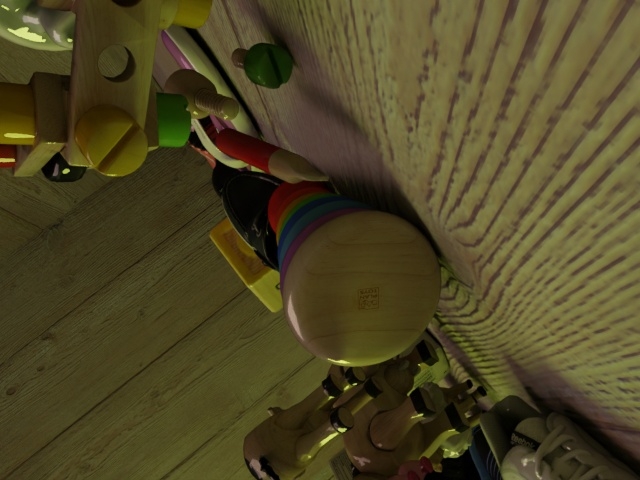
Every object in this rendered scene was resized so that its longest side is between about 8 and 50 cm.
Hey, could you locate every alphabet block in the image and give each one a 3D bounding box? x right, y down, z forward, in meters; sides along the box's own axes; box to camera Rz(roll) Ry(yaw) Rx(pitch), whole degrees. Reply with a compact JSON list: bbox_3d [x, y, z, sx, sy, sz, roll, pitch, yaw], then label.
[{"bbox_3d":[-0.114,0.025,1.416,0.192,0.193,0.197,47,173,28],"label":"alphabet block"}]

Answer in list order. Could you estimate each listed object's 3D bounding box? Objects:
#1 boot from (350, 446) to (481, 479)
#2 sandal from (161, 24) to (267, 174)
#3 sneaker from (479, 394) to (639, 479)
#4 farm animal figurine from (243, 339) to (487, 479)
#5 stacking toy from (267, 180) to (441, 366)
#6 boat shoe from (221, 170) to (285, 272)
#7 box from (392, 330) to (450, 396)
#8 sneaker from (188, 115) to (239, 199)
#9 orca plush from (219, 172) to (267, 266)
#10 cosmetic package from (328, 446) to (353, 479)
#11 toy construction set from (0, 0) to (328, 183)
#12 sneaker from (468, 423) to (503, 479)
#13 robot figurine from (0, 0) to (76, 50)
[{"bbox_3d":[0.204,0.405,0.915,0.260,0.131,0.348,15,-169,-23],"label":"boot"},{"bbox_3d":[-0.177,-0.188,0.989,0.169,0.102,0.416,49,174,24],"label":"sandal"},{"bbox_3d":[0.201,0.204,0.450,0.118,0.110,0.292,61,174,-3],"label":"sneaker"},{"bbox_3d":[0.057,0.224,0.642,0.330,0.172,0.326,41,-159,-19],"label":"farm animal figurine"},{"bbox_3d":[0.000,0.000,0.641,0.141,0.141,0.330,54,178,-23],"label":"stacking toy"},{"bbox_3d":[-0.037,-0.011,0.856,0.340,0.127,0.113,47,173,26],"label":"boat shoe"},{"bbox_3d":[0.079,0.123,0.949,0.275,0.094,0.113,47,173,38],"label":"box"},{"bbox_3d":[-0.177,-0.161,1.300,0.313,0.116,0.136,56,-172,33],"label":"sneaker"},{"bbox_3d":[-0.078,0.002,1.088,0.287,0.102,0.151,40,176,-20],"label":"orca plush"},{"bbox_3d":[0.181,0.465,1.293,0.129,0.296,0.153,52,176,-15],"label":"cosmetic package"},{"bbox_3d":[-0.095,-0.114,0.357,0.237,0.257,0.309,29,-179,44],"label":"toy construction set"},{"bbox_3d":[0.272,0.326,0.822,0.081,0.091,0.232,53,-164,-20],"label":"sneaker"},{"bbox_3d":[-0.325,-0.345,0.655,0.353,0.200,0.300,48,180,38],"label":"robot figurine"}]
